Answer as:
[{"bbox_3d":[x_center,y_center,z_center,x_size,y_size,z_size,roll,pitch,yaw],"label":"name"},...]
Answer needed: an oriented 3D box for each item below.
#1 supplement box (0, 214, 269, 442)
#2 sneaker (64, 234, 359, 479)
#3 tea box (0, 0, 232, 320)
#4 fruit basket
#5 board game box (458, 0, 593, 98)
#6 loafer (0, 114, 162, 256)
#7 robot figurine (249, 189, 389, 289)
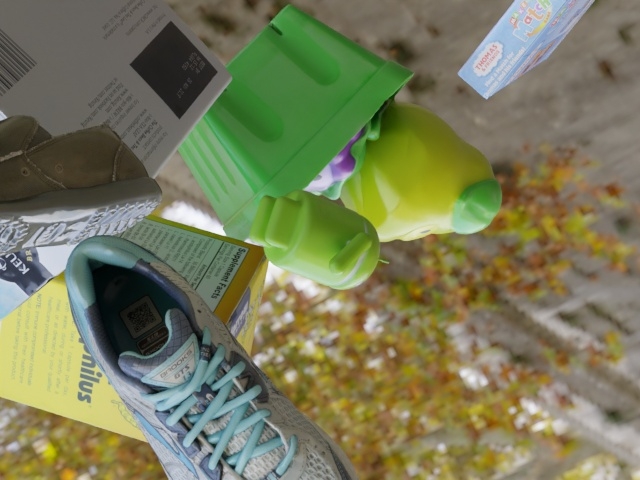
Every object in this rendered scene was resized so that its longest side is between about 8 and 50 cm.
[{"bbox_3d":[-0.266,0.085,1.816,0.356,0.195,0.194,16,-149,7],"label":"supplement box"},{"bbox_3d":[-0.082,0.109,0.989,0.283,0.110,0.122,45,172,22],"label":"sneaker"},{"bbox_3d":[-0.303,-0.077,1.397,0.220,0.323,0.329,46,-150,-11],"label":"tea box"},{"bbox_3d":[0.025,-0.089,1.857,0.392,0.283,0.392,42,169,11],"label":"fruit basket"},{"bbox_3d":[0.207,-0.210,1.299,0.039,0.160,0.211,41,-154,6],"label":"board game box"},{"bbox_3d":[-0.233,-0.038,1.089,0.251,0.094,0.087,-9,-111,-46],"label":"loafer"},{"bbox_3d":[0.000,0.000,1.238,0.115,0.101,0.067,22,-100,-32],"label":"robot figurine"}]
